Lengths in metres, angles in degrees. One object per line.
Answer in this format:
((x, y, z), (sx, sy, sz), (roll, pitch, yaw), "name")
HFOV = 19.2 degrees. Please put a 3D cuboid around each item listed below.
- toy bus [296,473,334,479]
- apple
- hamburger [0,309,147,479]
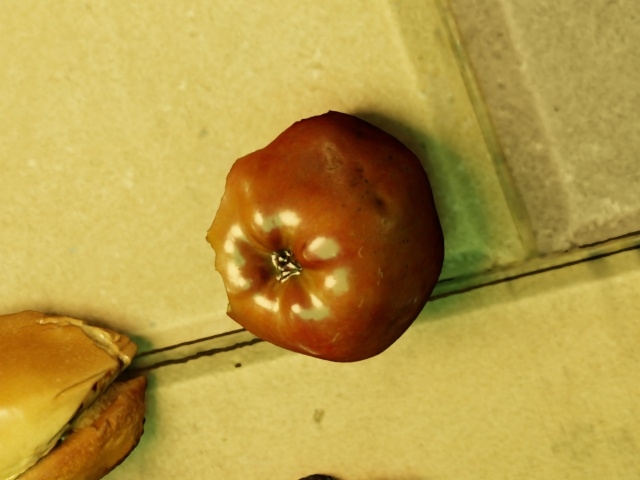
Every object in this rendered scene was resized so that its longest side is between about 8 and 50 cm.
((-0.058, 0.235, 1.356), (0.268, 0.106, 0.092), (-8, 111, 17), "toy bus")
((0.006, 0.003, 1.204), (0.147, 0.158, 0.156), (19, 113, 2), "apple")
((-0.259, 0.144, 1.334), (0.283, 0.156, 0.144), (-20, 108, 23), "hamburger")
